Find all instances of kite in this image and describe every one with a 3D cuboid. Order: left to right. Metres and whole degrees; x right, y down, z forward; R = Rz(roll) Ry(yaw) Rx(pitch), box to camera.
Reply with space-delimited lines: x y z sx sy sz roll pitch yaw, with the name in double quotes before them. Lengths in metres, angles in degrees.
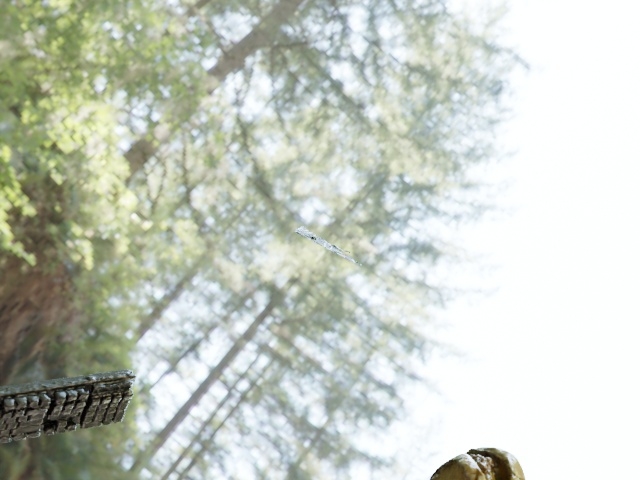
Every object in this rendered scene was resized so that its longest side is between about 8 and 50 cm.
"kite" 0.000 0.000 1.215 0.090 0.004 0.122 22 8 -38

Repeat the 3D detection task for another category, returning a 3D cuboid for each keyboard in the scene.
"keyboard" -0.269 0.150 0.855 0.023 0.231 0.072 59 -40 36

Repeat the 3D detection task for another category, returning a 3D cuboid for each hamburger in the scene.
"hamburger" 0.266 0.494 1.771 0.145 0.259 0.283 8 -21 -16
